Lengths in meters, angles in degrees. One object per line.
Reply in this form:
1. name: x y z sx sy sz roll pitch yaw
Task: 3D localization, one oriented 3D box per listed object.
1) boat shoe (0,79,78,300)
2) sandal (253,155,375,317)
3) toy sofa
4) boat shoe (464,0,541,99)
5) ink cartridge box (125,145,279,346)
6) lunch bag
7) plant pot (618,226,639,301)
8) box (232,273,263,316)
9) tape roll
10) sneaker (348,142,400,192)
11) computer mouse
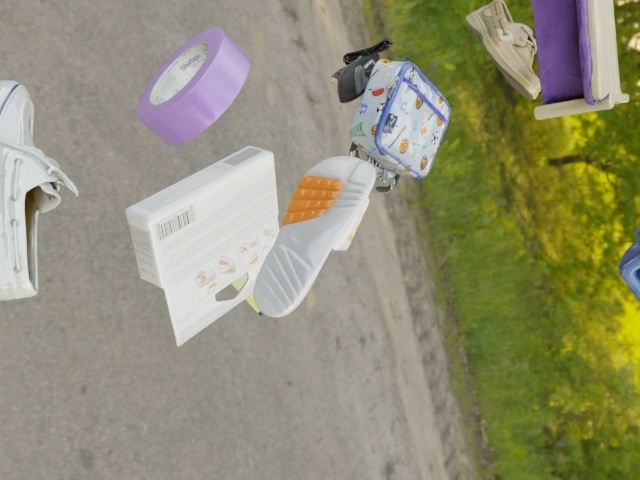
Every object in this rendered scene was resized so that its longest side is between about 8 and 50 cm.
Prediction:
1. boat shoe: -0.457 -0.084 1.053 0.136 0.157 0.366 105 -15 -68
2. sandal: -0.009 -0.003 0.959 0.265 0.102 0.076 -59 155 -14
3. toy sofa: 0.465 -0.418 1.255 0.177 0.150 0.362 -15 100 -47
4. boat shoe: 0.453 -0.469 1.588 0.122 0.110 0.341 34 29 -44
5. ink cartridge box: -0.190 0.003 1.200 0.296 0.066 0.261 -35 133 -41
6. lunch bag: 0.205 -0.301 1.645 0.303 0.115 0.243 27 86 -55
7. plant pot: 0.647 0.037 1.063 0.236 0.236 0.212 51 34 -3
8. box: -0.179 0.062 1.549 0.232 0.087 0.058 49 9 -18
9. tape roll: -0.291 -0.350 1.518 0.090 0.275 0.274 42 39 -34
10. sneaker: 0.159 -0.207 1.868 0.228 0.132 0.086 71 39 -59
11. computer mouse: 0.075 -0.450 1.771 0.060 0.184 0.262 49 50 -27
